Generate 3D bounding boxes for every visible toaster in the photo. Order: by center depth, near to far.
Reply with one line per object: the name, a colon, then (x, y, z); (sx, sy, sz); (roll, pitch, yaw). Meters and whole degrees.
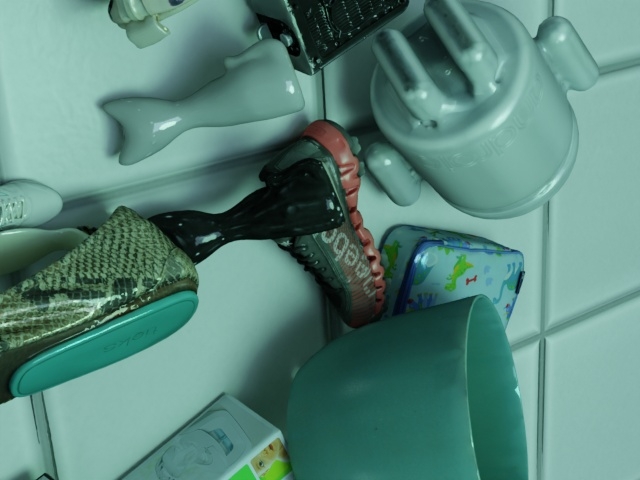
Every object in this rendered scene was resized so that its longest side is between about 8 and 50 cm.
toaster: (0.001, -0.300, 1.138); (0.186, 0.110, 0.168); (-38, 126, -21)

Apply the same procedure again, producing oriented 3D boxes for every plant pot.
plant pot: (0.100, 0.224, 1.240); (0.293, 0.235, 0.292); (-10, 90, -69)

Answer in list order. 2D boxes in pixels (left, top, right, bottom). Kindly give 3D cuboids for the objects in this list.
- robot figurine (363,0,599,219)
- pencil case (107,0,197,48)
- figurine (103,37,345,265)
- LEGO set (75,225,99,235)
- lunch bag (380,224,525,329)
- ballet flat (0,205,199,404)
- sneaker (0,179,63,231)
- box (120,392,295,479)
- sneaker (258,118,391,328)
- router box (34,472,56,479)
robot figurine: (0.191, -0.149, 1.255); (0.300, 0.199, 0.353); (-32, 146, 15)
pencil case: (-0.208, -0.383, 0.914); (0.183, 0.160, 0.410); (-53, 131, -32)
figurine: (-0.105, -0.084, 1.106); (0.210, 0.092, 0.214); (-19, 105, 0)
LEGO set: (-0.255, 0.024, 1.115); (0.054, 0.023, 0.083); (29, 73, -42)
lunch bag: (0.170, 0.077, 1.414); (0.219, 0.090, 0.176); (8, 104, -38)
ballet flat: (-0.333, 0.101, 0.963); (0.483, 0.182, 0.164); (-33, 163, -37)
sneaker: (-0.321, -0.028, 1.018); (0.152, 0.061, 0.053); (-5, 106, -38)
box: (-0.123, 0.365, 1.265); (0.231, 0.127, 0.262); (-38, 125, -24)
sneaker: (0.000, 0.000, 1.249); (0.135, 0.098, 0.276); (-30, 119, -27)
router box: (-0.255, 0.354, 1.133); (0.046, 0.133, 0.178); (-36, 134, -33)
